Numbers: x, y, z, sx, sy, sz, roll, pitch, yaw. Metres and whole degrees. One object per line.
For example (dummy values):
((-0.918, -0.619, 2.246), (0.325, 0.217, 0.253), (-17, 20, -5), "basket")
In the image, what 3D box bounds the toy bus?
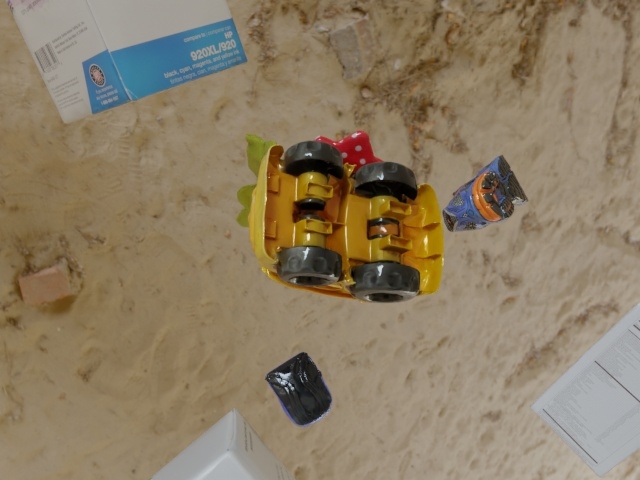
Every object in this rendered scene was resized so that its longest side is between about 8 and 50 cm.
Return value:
((0.000, 0.000, 0.649), (0.220, 0.211, 0.149), (12, 69, -27), "toy bus")

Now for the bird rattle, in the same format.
((0.000, -0.095, 0.824), (0.207, 0.253, 0.143), (14, 73, -55), "bird rattle")

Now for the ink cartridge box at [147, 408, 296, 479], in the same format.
((-0.046, 0.242, 0.338), (0.154, 0.093, 0.212), (-40, 94, -7), "ink cartridge box")

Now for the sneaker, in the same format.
((0.232, -0.065, 0.788), (0.221, 0.087, 0.083), (-21, 85, -57), "sneaker")

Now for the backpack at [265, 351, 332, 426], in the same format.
((-0.031, 0.287, 1.039), (0.098, 0.120, 0.101), (-33, 158, -10), "backpack")

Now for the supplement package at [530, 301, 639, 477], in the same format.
((0.456, 0.202, 0.803), (0.134, 0.139, 0.244), (-14, 142, -45), "supplement package")

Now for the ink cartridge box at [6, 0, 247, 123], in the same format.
((-0.226, -0.274, 0.601), (0.168, 0.171, 0.233), (-35, 116, -39), "ink cartridge box")
